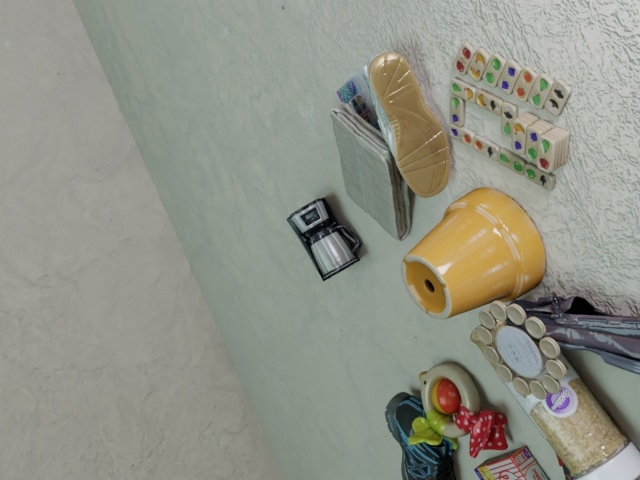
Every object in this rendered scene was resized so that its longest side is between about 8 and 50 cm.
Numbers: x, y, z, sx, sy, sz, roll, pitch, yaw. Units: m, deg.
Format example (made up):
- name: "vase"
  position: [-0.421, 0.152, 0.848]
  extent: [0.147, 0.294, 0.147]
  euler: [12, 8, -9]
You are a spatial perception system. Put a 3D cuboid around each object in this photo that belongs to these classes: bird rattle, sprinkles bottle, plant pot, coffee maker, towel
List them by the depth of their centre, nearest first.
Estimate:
- name: "plant pot"
  position: [0.250, 0.039, 1.445]
  extent: [0.205, 0.188, 0.205]
  euler: [44, 151, 33]
- name: "sprinkles bottle"
  position: [0.414, 0.279, 1.465]
  extent: [0.355, 0.121, 0.121]
  euler: [55, 155, 15]
- name: "towel"
  position: [0.104, -0.138, 1.674]
  extent: [0.187, 0.049, 0.282]
  euler: [46, 162, 33]
- name: "bird rattle"
  position: [0.287, 0.372, 1.813]
  extent: [0.253, 0.143, 0.207]
  euler: [-30, 72, 63]
- name: "coffee maker"
  position: [0.000, 0.000, 1.970]
  extent: [0.178, 0.120, 0.171]
  euler: [61, 156, 3]

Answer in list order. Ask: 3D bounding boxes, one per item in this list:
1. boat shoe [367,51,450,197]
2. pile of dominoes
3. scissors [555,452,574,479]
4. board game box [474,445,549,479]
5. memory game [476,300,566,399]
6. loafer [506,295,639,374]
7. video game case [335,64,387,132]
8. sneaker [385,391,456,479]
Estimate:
- name: "boat shoe"
  position: [0.157, -0.212, 1.495]
  extent: [0.096, 0.098, 0.277]
  euler: [-118, 6, -69]
- name: "pile of dominoes"
  position: [0.283, -0.195, 1.316]
  extent: [0.251, 0.040, 0.196]
  euler: [37, 146, 41]
- name: "scissors"
  position: [0.483, 0.446, 1.637]
  extent: [0.109, 0.021, 0.297]
  euler: [32, 143, 43]
- name: "board game box"
  position: [0.428, 0.532, 1.796]
  extent: [0.147, 0.045, 0.193]
  euler: [55, 155, 12]
- name: "memory game"
  position: [0.331, 0.183, 1.382]
  extent: [0.186, 0.012, 0.186]
  euler: [39, 144, 36]
- name: "loafer"
  position: [0.432, 0.127, 1.324]
  extent: [0.302, 0.109, 0.095]
  euler: [18, 112, 49]
- name: "video game case"
  position: [0.099, -0.252, 1.637]
  extent: [0.157, 0.019, 0.143]
  euler: [61, 156, -1]
- name: "sneaker"
  position: [0.266, 0.537, 2.019]
  extent: [0.140, 0.125, 0.341]
  euler: [-2, 115, 61]
